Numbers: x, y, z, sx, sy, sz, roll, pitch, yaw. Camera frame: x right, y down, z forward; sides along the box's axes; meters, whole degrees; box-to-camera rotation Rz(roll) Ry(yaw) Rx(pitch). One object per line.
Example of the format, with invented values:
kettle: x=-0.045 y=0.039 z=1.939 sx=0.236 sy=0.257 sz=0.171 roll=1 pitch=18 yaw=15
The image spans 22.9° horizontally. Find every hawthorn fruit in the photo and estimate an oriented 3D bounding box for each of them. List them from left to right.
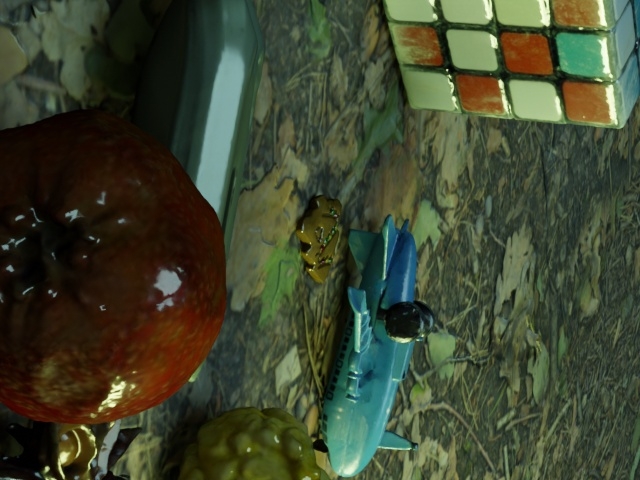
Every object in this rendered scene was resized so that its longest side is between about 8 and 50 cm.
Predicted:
hawthorn fruit: x=-0.156 y=0.024 z=1.054 sx=0.253 sy=0.205 sz=0.205 roll=75 pitch=27 yaw=-80

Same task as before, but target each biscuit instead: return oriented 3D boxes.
biscuit: x=0.000 y=0.000 z=1.556 sx=0.082 sy=0.016 sz=0.092 roll=-31 pitch=123 yaw=-58

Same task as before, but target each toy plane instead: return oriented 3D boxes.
toy plane: x=0.059 y=0.109 z=1.619 sx=0.254 sy=0.105 sz=0.271 roll=7 pitch=87 yaw=-78

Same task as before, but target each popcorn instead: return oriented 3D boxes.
popcorn: x=-0.057 y=0.229 z=1.382 sx=0.170 sy=0.180 sz=0.180 roll=-11 pitch=110 yaw=-33

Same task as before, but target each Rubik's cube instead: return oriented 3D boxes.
Rubik's cube: x=0.224 y=-0.295 z=1.647 sx=0.259 sy=0.253 sz=0.256 roll=-60 pitch=146 yaw=-38

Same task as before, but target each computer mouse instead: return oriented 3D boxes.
computer mouse: x=-0.107 y=-0.050 z=1.235 sx=0.197 sy=0.095 sz=0.330 roll=-25 pitch=126 yaw=-85

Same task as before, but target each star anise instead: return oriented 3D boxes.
star anise: x=-0.184 y=0.151 z=1.163 sx=0.212 sy=0.053 sz=0.157 roll=-8 pitch=128 yaw=-54
